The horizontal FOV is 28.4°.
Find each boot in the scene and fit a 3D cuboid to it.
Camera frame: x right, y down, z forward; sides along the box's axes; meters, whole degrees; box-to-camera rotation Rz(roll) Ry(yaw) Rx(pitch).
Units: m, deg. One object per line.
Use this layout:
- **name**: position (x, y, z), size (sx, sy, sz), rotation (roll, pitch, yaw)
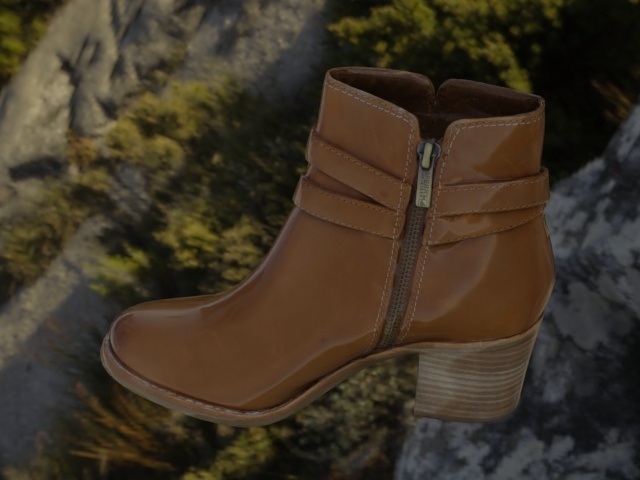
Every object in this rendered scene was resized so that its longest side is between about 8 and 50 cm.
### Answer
- **boot**: position (0.000, 0.000, 0.538), size (0.073, 0.197, 0.152), rotation (-88, -2, -58)
